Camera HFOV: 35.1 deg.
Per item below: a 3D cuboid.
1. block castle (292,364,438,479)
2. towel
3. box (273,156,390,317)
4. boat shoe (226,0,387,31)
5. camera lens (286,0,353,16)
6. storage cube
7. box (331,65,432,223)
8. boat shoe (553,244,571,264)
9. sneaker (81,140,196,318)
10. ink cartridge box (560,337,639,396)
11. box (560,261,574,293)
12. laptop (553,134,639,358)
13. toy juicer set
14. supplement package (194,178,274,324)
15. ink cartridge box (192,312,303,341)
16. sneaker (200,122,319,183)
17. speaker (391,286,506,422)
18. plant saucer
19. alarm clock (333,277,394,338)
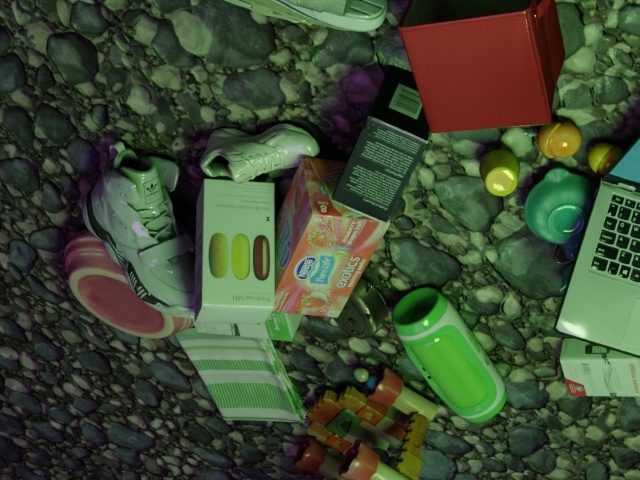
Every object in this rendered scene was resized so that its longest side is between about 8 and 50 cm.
[{"bbox_3d":[0.047,0.494,2.252,0.213,0.303,0.453,32,135,-7],"label":"block castle"},{"bbox_3d":[-0.188,0.311,2.367,0.248,0.038,0.325,-3,130,27],"label":"towel"},{"bbox_3d":[0.000,0.000,1.878,0.154,0.142,0.300,7,139,-19],"label":"box"},{"bbox_3d":[-0.036,-0.393,1.596,0.302,0.109,0.094,24,153,12],"label":"boat shoe"},{"bbox_3d":[-0.055,-0.463,1.436,0.274,0.219,0.219,23,136,0],"label":"camera lens"},{"bbox_3d":[0.244,-0.293,1.498,0.215,0.183,0.193,-3,131,25],"label":"storage cube"},{"bbox_3d":[0.114,-0.159,1.704,0.108,0.153,0.207,23,137,0],"label":"box"},{"bbox_3d":[0.457,0.010,1.801,0.046,0.038,0.125,35,135,-11],"label":"boat shoe"},{"bbox_3d":[-0.323,-0.023,1.966,0.366,0.137,0.210,46,136,19],"label":"sneaker"},{"bbox_3d":[0.554,0.246,1.968,0.150,0.063,0.109,-4,130,26],"label":"ink cartridge box"},{"bbox_3d":[0.565,0.110,1.835,0.244,0.060,0.100,33,135,-9],"label":"box"},{"bbox_3d":[0.625,0.012,1.545,0.382,0.408,0.236,17,180,-6],"label":"laptop"},{"bbox_3d":[0.442,-0.071,1.707,0.209,0.089,0.329,-40,106,23],"label":"toy juicer set"},{"bbox_3d":[-0.161,0.024,1.889,0.139,0.244,0.134,2,161,-12],"label":"supplement package"},{"bbox_3d":[-0.141,0.113,2.067,0.219,0.160,0.092,3,132,20],"label":"ink cartridge box"},{"bbox_3d":[-0.114,-0.145,1.840,0.232,0.115,0.090,-3,130,25],"label":"sneaker"},{"bbox_3d":[0.262,0.233,2.037,0.131,0.131,0.296,-16,124,34],"label":"speaker"},{"bbox_3d":[-0.415,0.109,2.198,0.332,0.084,0.332,17,147,12],"label":"plant saucer"},{"bbox_3d":[0.059,0.138,2.057,0.192,0.064,0.129,0,122,55],"label":"alarm clock"}]
